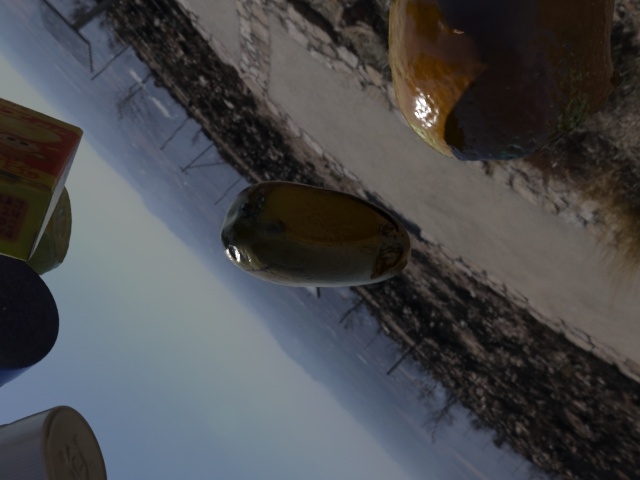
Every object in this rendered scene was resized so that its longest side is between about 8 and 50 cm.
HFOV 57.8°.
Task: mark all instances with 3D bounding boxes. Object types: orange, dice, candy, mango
[{"bbox_3d":[0.201,-0.262,0.694,0.196,0.335,0.262,4,-175,-43],"label":"orange"},{"bbox_3d":[-0.633,-0.035,1.225,0.169,0.169,0.166,-103,17,-53],"label":"dice"},{"bbox_3d":[-0.364,-0.087,0.654,0.146,0.088,0.276,18,-163,-24],"label":"candy"},{"bbox_3d":[0.000,0.000,0.765,0.262,0.130,0.167,8,163,-11],"label":"mango"}]

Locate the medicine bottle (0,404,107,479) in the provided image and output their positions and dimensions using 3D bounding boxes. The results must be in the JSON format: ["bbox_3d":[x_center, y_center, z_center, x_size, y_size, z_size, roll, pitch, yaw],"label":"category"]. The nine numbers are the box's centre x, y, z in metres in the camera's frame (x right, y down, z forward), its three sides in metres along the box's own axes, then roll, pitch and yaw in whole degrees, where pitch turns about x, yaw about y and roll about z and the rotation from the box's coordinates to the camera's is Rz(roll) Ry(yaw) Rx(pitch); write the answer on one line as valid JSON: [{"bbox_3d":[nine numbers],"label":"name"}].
[{"bbox_3d":[-0.325,0.244,0.513,0.139,0.237,0.139,159,90,-88],"label":"medicine bottle"}]

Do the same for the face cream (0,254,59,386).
[{"bbox_3d":[-0.654,0.168,1.062,0.249,0.225,0.249,46,-156,-28],"label":"face cream"}]
